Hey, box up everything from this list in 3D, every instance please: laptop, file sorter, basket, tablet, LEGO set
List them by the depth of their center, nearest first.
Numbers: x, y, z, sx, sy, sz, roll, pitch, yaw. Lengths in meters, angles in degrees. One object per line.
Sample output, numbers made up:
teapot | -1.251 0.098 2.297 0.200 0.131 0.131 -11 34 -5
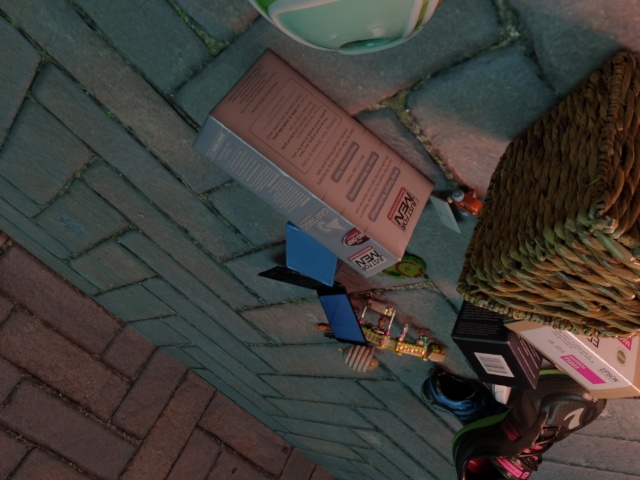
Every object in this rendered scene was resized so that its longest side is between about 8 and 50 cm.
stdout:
basket | 0.341 -0.028 0.620 0.214 0.299 0.223 32 146 -7
tablet | 0.227 -0.049 0.936 0.083 0.006 0.054 55 171 -35
file sorter | 0.000 0.000 1.122 0.118 0.104 0.170 24 148 12
laptop | -0.027 0.168 1.293 0.265 0.136 0.234 16 168 -15
LEGO set | 0.198 0.228 1.326 0.287 0.107 0.132 18 -178 11

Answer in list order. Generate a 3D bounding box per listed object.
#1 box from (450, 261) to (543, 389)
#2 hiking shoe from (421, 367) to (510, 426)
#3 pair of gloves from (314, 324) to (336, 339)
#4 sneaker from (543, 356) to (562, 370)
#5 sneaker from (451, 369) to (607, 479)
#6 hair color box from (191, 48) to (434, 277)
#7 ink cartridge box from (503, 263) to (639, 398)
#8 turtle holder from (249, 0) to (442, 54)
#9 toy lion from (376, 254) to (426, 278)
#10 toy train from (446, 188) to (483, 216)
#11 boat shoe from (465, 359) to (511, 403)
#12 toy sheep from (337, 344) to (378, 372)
box | 0.345 0.141 0.943 0.108 0.207 0.153 -3 134 42
hiking shoe | 0.430 0.466 1.425 0.304 0.113 0.132 22 148 13
pair of gloves | 0.029 0.286 1.596 0.074 0.010 0.083 -4 138 40
sneaker | 0.503 0.247 1.132 0.119 0.047 0.057 35 170 -7
sneaker | 0.504 0.490 1.242 0.185 0.202 0.482 31 125 -1
hair color box | -0.003 -0.125 0.869 0.375 0.185 0.114 37 148 -11
ink cartridge box | 0.436 0.117 0.848 0.235 0.193 0.088 38 148 -13
turtle holder | 0.060 -0.333 0.523 0.321 0.243 0.227 -26 146 8
toy lion | 0.182 0.060 1.135 0.096 0.034 0.100 23 149 -3
toy train | 0.298 -0.033 0.895 0.125 0.046 0.166 36 173 48
boat shoe | 0.388 0.271 1.191 0.102 0.108 0.301 6 139 33
toy sheep | 0.113 0.351 1.546 0.132 0.091 0.091 21 147 15
